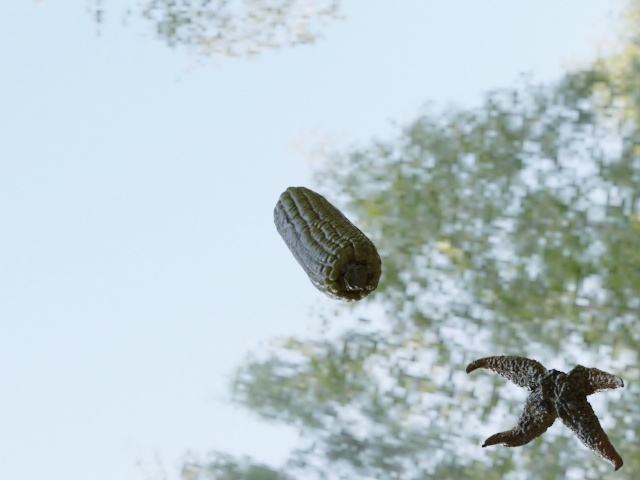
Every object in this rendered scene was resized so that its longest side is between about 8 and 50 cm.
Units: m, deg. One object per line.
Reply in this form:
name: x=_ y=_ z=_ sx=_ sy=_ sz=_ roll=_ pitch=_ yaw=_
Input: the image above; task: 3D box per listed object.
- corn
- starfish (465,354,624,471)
corn: x=0.000 y=0.000 z=1.808 sx=0.080 sy=0.231 sz=0.080 roll=-9 pitch=-65 yaw=-19
starfish: x=0.315 y=0.236 z=2.244 sx=0.050 sy=0.247 sz=0.138 roll=12 pitch=-95 yaw=-55
